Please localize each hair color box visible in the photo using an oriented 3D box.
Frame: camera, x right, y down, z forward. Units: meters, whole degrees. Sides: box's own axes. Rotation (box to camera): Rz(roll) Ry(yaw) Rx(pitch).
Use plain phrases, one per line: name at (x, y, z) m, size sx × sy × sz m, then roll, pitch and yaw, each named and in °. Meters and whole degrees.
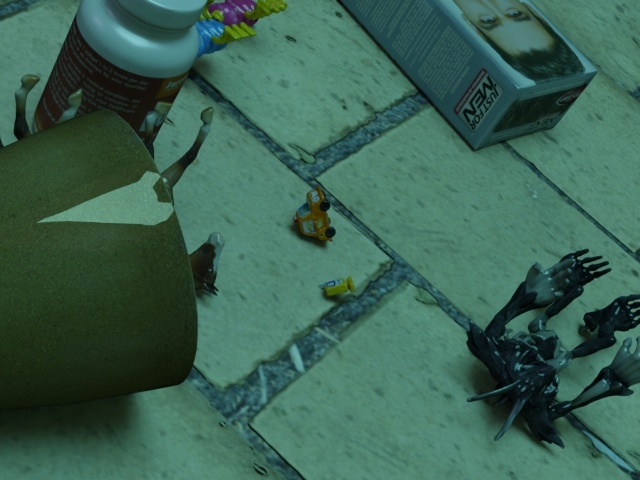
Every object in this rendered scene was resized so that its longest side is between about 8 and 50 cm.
hair color box at (0.164, -0.299, 1.795) m, size 0.185 × 0.113 × 0.374 m, roll -18°, pitch 61°, yaw -45°

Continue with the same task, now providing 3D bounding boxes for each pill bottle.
pill bottle at (-0.190, -0.171, 1.329) m, size 0.121 × 0.216 × 0.121 m, roll 19°, pitch 41°, yaw -17°

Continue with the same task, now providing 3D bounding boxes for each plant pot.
plant pot at (-0.261, 0.041, 1.080) m, size 0.254 × 0.237 × 0.237 m, roll -18°, pitch 60°, yaw -26°

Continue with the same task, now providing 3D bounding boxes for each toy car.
toy car at (0.000, 0.000, 1.415) m, size 0.041 × 0.060 × 0.122 m, roll -14°, pitch 44°, yaw -5°

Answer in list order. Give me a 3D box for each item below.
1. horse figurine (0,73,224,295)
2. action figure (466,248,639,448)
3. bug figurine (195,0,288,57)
horse figurine at (-0.206, -0.053, 1.269) m, size 0.263 × 0.174 × 0.066 m, roll 8°, pitch 13°, yaw -22°
action figure at (0.252, 0.099, 1.419) m, size 0.164 × 0.141 × 0.276 m, roll 49°, pitch 38°, yaw 1°
bug figurine at (-0.170, -0.296, 1.592) m, size 0.279 × 0.072 × 0.216 m, roll 43°, pitch 33°, yaw 19°
